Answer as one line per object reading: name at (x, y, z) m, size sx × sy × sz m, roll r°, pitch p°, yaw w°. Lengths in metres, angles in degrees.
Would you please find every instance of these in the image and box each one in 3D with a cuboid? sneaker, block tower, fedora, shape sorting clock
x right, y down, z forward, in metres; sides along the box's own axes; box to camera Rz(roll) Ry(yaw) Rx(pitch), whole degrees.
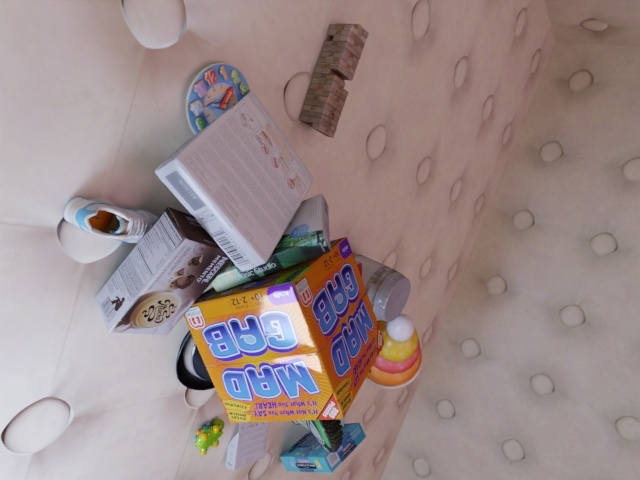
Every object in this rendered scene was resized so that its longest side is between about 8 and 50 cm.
sneaker at (-0.447, -0.033, 0.967) m, size 0.229 × 0.092 × 0.087 m, roll 13°, pitch 98°, yaw -56°
block tower at (0.037, -0.501, 1.327) m, size 0.091 × 0.097 × 0.334 m, roll 10°, pitch 100°, yaw -54°
fedora at (-0.287, 0.373, 1.364) m, size 0.334 × 0.153 × 0.333 m, roll -30°, pitch 132°, yaw -40°
shape sorting clock at (-0.252, -0.342, 1.085) m, size 0.206 × 0.040 × 0.206 m, roll -29°, pitch 131°, yaw -40°
sneaker at (-0.039, 0.714, 1.736) m, size 0.134 × 0.343 × 0.146 m, roll 21°, pitch 109°, yaw -50°

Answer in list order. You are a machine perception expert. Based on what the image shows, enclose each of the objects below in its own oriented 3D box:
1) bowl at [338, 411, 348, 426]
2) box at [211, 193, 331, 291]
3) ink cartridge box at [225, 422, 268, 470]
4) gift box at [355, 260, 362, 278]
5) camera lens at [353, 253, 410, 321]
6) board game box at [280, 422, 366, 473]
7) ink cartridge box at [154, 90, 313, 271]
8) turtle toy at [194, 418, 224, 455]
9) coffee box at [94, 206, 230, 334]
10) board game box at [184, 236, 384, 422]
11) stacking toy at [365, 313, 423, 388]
bowl at (0.009, 0.727, 1.941) m, size 0.298 × 0.134 × 0.297 m, roll 11°, pitch 78°, yaw -59°
box at (-0.130, 0.001, 1.149) m, size 0.232 × 0.322 × 0.058 m, roll -92°, pitch 157°, yaw -58°
ink cartridge box at (-0.286, 0.776, 1.712) m, size 0.181 × 0.056 × 0.224 m, roll 13°, pitch 81°, yaw -55°
gift box at (-0.025, 0.199, 1.509) m, size 0.255 × 0.258 × 0.275 m, roll -14°, pitch 112°, yaw -49°
camera lens at (0.211, 0.196, 1.805) m, size 0.220 × 0.275 × 0.219 m, roll -30°, pitch 132°, yaw -40°
board game box at (0.010, 0.954, 1.969) m, size 0.254 × 0.336 × 0.079 m, roll -23°, pitch 85°, yaw -44°
ink cartridge box at (-0.185, -0.162, 1.072) m, size 0.308 × 0.091 × 0.384 m, roll 53°, pitch 37°, yaw -24°
turtle toy at (-0.386, 0.674, 1.487) m, size 0.130 × 0.066 × 0.095 m, roll -18°, pitch 125°, yaw -47°
coffee box at (-0.371, 0.083, 1.030) m, size 0.297 × 0.119 × 0.168 m, roll -48°, pitch 149°, yaw 10°
board game box at (-0.084, 0.242, 1.199) m, size 0.357 × 0.357 × 0.355 m, roll -37°, pitch 109°, yaw -60°
stacking toy at (0.335, 0.454, 1.972) m, size 0.350 × 0.351 × 0.479 m, roll -46°, pitch 157°, yaw -26°
